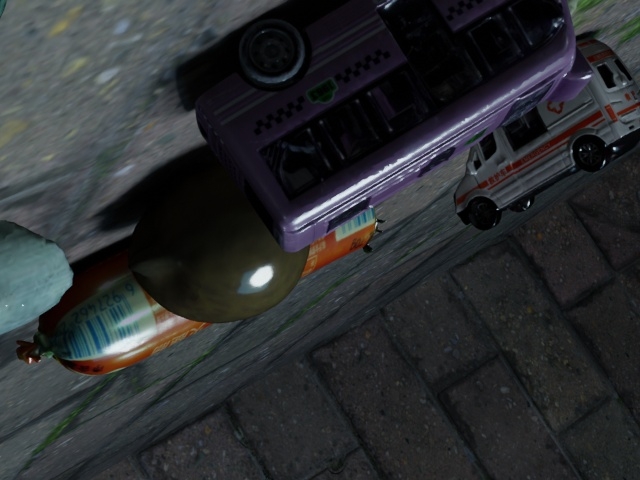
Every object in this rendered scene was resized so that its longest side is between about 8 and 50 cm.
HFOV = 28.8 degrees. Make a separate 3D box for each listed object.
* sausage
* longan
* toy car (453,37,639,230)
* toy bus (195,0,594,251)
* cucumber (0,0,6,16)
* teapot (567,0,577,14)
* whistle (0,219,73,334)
[{"bbox_3d":[-0.082,0.019,0.825,0.264,0.083,0.083,-26,171,-31],"label":"sausage"},{"bbox_3d":[-0.061,0.002,0.722,0.113,0.092,0.113,-11,178,0],"label":"longan"},{"bbox_3d":[0.197,-0.093,1.147,0.210,0.108,0.089,-33,176,40],"label":"toy car"},{"bbox_3d":[0.036,-0.073,0.589,0.178,0.098,0.087,-32,172,-6],"label":"toy bus"},{"bbox_3d":[-0.114,-0.053,0.339,0.039,0.039,0.168,-26,174,-40],"label":"cucumber"},{"bbox_3d":[0.097,-0.124,0.683,0.057,0.067,0.083,17,163,-15],"label":"teapot"},{"bbox_3d":[-0.228,0.052,0.453,0.312,0.062,0.062,-26,170,-46],"label":"whistle"}]
